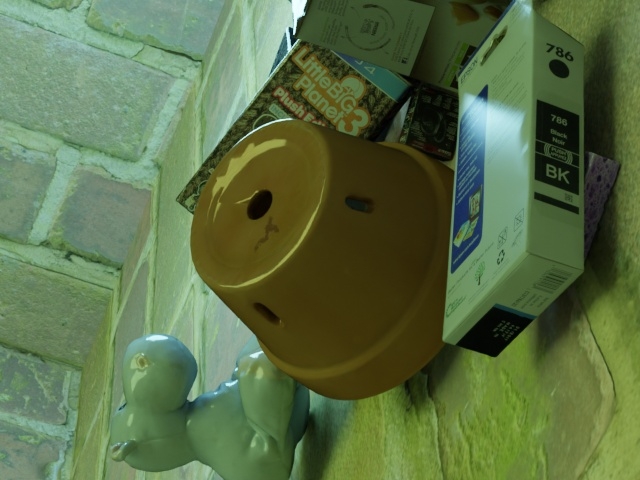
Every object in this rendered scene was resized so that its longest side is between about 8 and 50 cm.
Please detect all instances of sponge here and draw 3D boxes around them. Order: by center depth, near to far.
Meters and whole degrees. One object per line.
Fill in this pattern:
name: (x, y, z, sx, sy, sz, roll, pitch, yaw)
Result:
sponge: (0.214, -0.038, 1.520, 0.210, 0.031, 0.117, -137, 65, -74)

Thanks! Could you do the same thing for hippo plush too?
hippo plush: (-0.143, 0.223, 2.062, 0.234, 0.237, 0.294, -53, -32, -77)

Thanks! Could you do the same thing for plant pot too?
plant pot: (0.000, 0.000, 1.718, 0.291, 0.203, 0.290, -25, 50, 33)

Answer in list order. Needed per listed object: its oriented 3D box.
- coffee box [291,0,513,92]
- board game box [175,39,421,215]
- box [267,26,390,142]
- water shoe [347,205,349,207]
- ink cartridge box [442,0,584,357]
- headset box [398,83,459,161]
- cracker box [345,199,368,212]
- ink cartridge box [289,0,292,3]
coffee box: (0.098, -0.255, 1.780, 0.141, 0.247, 0.098, -96, 27, -58)
board game box: (-0.021, -0.129, 2.019, 0.291, 0.141, 0.232, -51, -1, 9)
box: (0.014, -0.206, 2.237, 0.158, 0.156, 0.093, -97, 27, -59)
water shoe: (0.004, 0.056, 1.913, 0.080, 0.073, 0.203, 87, -161, -72)
ink cartridge box: (0.181, -0.072, 1.493, 0.165, 0.065, 0.332, 126, 156, -51)
headset box: (0.131, -0.134, 1.894, 0.032, 0.062, 0.083, 173, 112, -76)
cracker box: (0.049, 0.021, 2.017, 0.155, 0.067, 0.232, 127, 157, -52)
ink cartridge box: (0.039, -0.465, 2.107, 0.306, 0.131, 0.226, -41, -10, -1)
